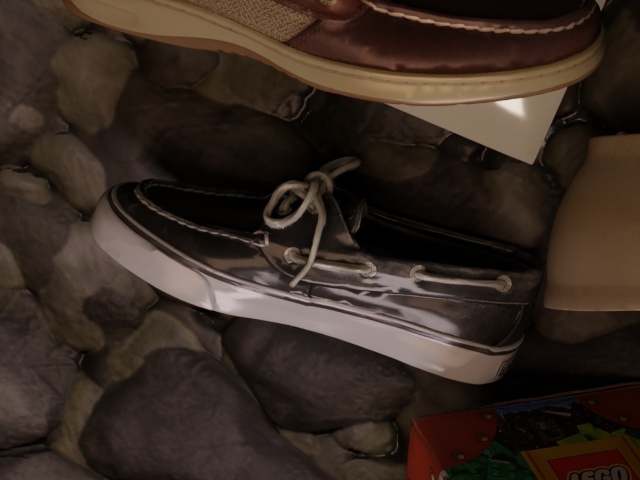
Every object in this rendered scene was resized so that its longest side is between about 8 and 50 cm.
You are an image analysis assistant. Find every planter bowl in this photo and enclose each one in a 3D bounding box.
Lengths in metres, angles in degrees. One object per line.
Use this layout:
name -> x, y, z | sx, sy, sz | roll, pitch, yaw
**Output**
planter bowl -> 0.219, -0.015, 1.219 | 0.162, 0.162, 0.109 | -3, 91, 20

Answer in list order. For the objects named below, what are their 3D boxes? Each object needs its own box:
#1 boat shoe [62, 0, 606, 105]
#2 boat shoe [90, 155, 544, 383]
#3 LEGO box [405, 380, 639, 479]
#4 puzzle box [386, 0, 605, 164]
boat shoe -> 0.004, -0.172, 1.146 | 0.342, 0.123, 0.123 | 15, 124, 16
boat shoe -> 0.000, 0.002, 1.315 | 0.306, 0.113, 0.105 | 20, 117, 3
LEGO box -> 0.191, 0.411, 1.317 | 0.193, 0.372, 0.500 | -7, 123, -18
puzzle box -> 0.081, -0.268, 1.164 | 0.272, 0.052, 0.409 | 24, 124, 4
